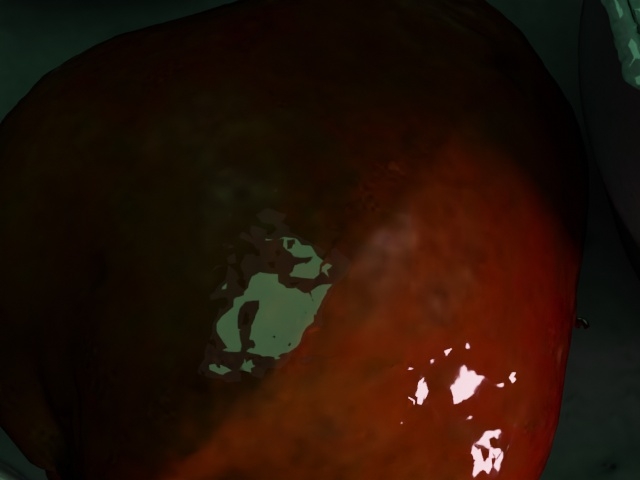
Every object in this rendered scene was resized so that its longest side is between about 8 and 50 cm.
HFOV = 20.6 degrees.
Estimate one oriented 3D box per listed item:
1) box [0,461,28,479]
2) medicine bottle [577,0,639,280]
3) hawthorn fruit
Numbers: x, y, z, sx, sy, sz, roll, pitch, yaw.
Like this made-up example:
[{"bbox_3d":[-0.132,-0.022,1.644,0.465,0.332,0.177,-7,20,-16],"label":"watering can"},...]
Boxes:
[{"bbox_3d":[-0.177,0.171,0.585,0.262,0.206,0.291,-11,84,-7],"label":"box"},{"bbox_3d":[0.203,-0.064,0.588,0.245,0.290,0.245,-2,81,14],"label":"medicine bottle"},{"bbox_3d":[0.000,0.000,0.632,0.224,0.224,0.261,38,70,2],"label":"hawthorn fruit"}]
